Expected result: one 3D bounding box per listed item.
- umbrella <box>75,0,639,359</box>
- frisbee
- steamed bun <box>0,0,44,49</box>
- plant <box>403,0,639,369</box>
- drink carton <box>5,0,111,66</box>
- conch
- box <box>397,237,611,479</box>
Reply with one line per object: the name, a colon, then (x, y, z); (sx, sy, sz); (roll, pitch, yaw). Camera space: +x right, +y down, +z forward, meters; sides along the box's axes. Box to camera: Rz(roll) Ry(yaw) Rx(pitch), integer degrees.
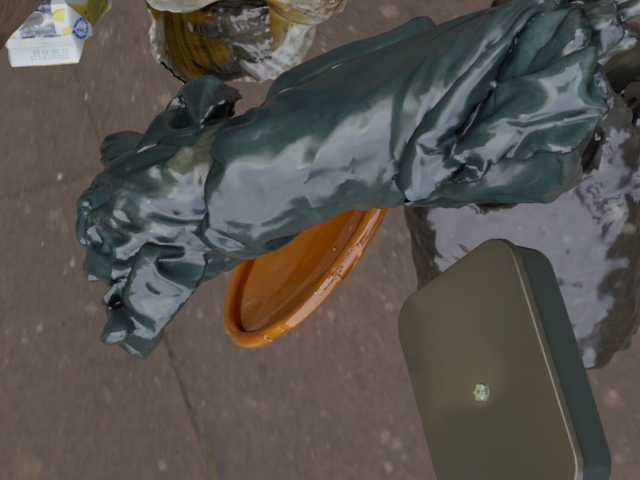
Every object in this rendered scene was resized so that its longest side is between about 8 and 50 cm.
umbrella: (0.037, -0.048, 0.670); (0.349, 0.143, 0.094); (-22, 136, 26)
frisbee: (0.000, 0.000, 1.069); (0.035, 0.192, 0.192); (37, 98, -20)
steamed bun: (-0.256, -0.210, 0.715); (0.199, 0.251, 0.301); (8, 127, 17)
plant: (0.156, -0.050, 1.094); (0.188, 0.199, 0.276); (9, 112, 17)
drink carton: (-0.248, -0.206, 1.377); (0.084, 0.200, 0.074); (-1, 119, 7)
conch: (-0.072, -0.215, 1.292); (0.163, 0.245, 0.178); (9, 111, 36)
box: (0.084, 0.069, 0.682); (0.031, 0.126, 0.091); (5, 149, -36)
